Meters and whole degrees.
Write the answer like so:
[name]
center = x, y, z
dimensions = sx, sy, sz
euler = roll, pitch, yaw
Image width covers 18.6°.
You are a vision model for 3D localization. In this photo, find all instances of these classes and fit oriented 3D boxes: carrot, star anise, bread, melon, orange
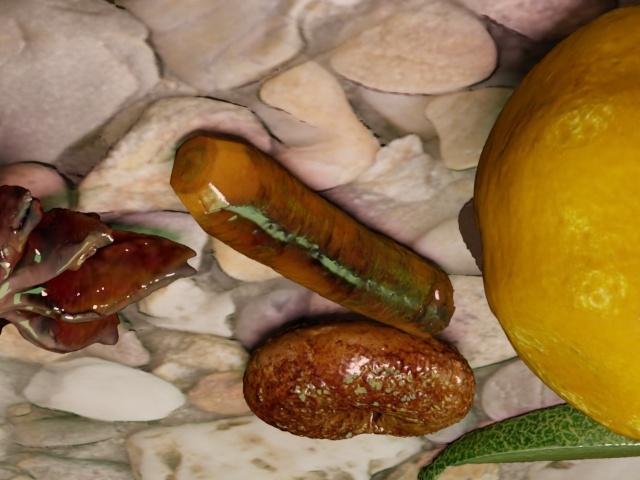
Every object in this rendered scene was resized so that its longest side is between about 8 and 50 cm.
[carrot]
center = 0.000, 0.000, 1.390
dimensions = 0.070, 0.070, 0.260
euler = -30, 138, 33
[star anise]
center = -0.231, 0.019, 1.378
dimensions = 0.288, 0.088, 0.288
euler = 2, 156, 1
[bread]
center = 0.030, 0.118, 1.535
dimensions = 0.193, 0.064, 0.193
euler = 3, 155, 1
[melon]
center = 0.203, 0.173, 1.670
dimensions = 0.261, 0.053, 0.114
euler = -11, 161, 18
[orange]
center = 0.217, -0.012, 1.211
dimensions = 0.235, 0.279, 0.279
euler = -2, 146, 23

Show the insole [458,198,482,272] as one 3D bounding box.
[insole]
center = 0.214, 0.041, 1.506
dimensions = 0.111, 0.007, 0.328
euler = -25, 138, 31
